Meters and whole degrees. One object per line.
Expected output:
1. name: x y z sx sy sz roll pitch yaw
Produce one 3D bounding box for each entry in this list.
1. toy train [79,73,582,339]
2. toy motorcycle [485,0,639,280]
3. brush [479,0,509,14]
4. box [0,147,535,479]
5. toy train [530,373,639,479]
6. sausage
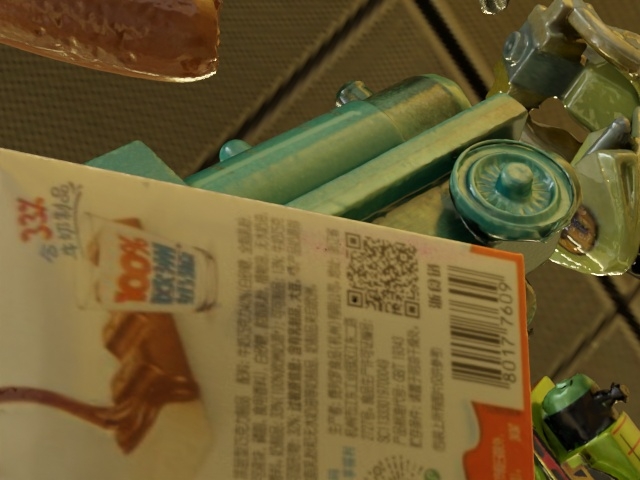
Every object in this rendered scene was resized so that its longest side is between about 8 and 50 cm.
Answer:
1. toy train: 0.000 0.000 0.917 0.298 0.194 0.120 -28 -33 -34
2. toy motorcycle: 0.286 -0.074 1.566 0.237 0.410 0.169 18 -54 -21
3. brush: 0.123 -0.267 1.337 0.070 0.051 0.323 -15 -23 3
4. box: -0.030 0.111 0.712 0.265 0.048 0.273 12 -116 -23
5. toy train: 0.273 0.248 1.534 0.160 0.296 0.100 -40 -2 30
6. sausage: -0.160 -0.155 1.128 0.197 0.076 0.076 14 -73 -2
